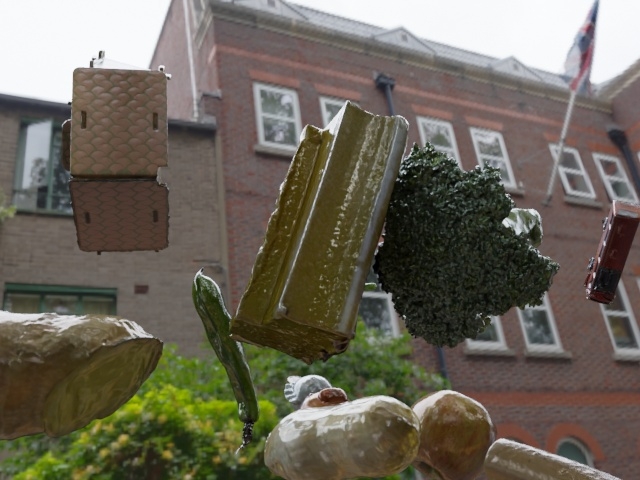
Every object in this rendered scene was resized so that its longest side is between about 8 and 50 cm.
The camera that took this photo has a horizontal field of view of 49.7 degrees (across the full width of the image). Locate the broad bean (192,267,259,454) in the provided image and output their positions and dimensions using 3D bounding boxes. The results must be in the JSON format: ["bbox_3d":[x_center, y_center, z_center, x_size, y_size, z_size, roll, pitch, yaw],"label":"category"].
[{"bbox_3d":[-0.160,0.199,1.199,0.056,0.317,0.098,-17,-3,10],"label":"broad bean"}]

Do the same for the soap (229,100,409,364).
[{"bbox_3d":[0.000,0.000,0.872,0.143,0.281,0.259,23,-21,-10],"label":"soap"}]

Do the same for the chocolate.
[{"bbox_3d":[0.032,0.328,1.133,0.309,0.134,0.134,-25,-31,36],"label":"chocolate"}]

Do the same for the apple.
[{"bbox_3d":[0.287,0.444,1.564,0.211,0.187,0.211,25,-27,14],"label":"apple"}]

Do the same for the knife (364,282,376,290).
[{"bbox_3d":[0.033,0.103,1.468,0.184,0.026,0.022,-7,-20,26],"label":"knife"}]

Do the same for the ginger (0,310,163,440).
[{"bbox_3d":[-0.323,0.133,0.654,0.354,0.189,0.126,-1,-48,-27],"label":"ginger"}]

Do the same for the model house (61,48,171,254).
[{"bbox_3d":[-0.305,-0.105,1.023,0.169,0.244,0.325,1,-71,-15],"label":"model house"}]

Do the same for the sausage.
[{"bbox_3d":[0.306,0.283,0.738,0.066,0.065,0.301,15,-2,-37],"label":"sausage"}]

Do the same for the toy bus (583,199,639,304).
[{"bbox_3d":[0.631,0.029,1.495,0.074,0.096,0.234,14,-59,16],"label":"toy bus"}]

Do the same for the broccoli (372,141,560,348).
[{"bbox_3d":[0.234,0.021,0.989,0.221,0.252,0.361,-31,-30,31],"label":"broccoli"}]

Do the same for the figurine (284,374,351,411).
[{"bbox_3d":[-0.003,0.376,1.520,0.143,0.143,0.271,9,3,-29],"label":"figurine"}]
